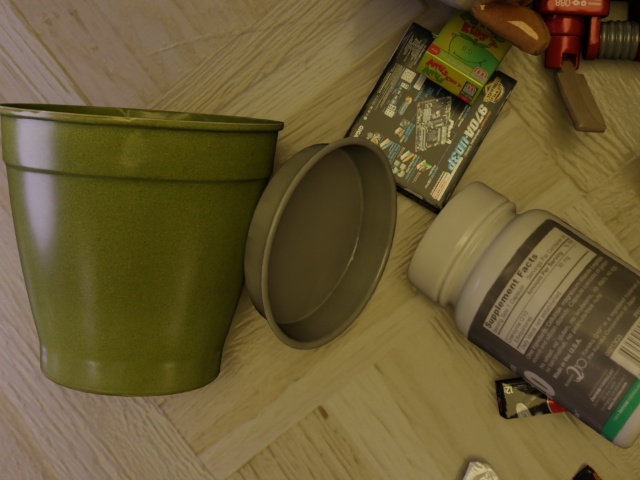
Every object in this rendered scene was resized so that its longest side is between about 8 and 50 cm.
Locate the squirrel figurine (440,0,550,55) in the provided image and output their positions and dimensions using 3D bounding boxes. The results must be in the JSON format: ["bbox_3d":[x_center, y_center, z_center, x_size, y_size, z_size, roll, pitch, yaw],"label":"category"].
[{"bbox_3d":[0.234,-0.495,1.373,0.281,0.397,0.370,24,112,-18],"label":"squirrel figurine"}]

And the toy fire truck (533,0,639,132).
[{"bbox_3d":[0.409,-0.274,1.487,0.217,0.158,0.246,4,98,1],"label":"toy fire truck"}]

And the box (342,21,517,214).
[{"bbox_3d":[0.151,-0.175,1.524,0.175,0.051,0.220,30,87,3],"label":"box"}]

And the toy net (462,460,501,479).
[{"bbox_3d":[0.215,0.425,1.489,0.122,0.045,0.232,-6,84,3],"label":"toy net"}]

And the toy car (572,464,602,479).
[{"bbox_3d":[0.403,0.315,1.485,0.040,0.060,0.122,30,95,-28],"label":"toy car"}]

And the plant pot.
[{"bbox_3d":[-0.243,0.007,1.400,0.367,0.366,0.353,5,98,2],"label":"plant pot"}]

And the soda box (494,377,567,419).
[{"bbox_3d":[0.334,0.212,1.489,0.169,0.060,0.053,-8,85,1],"label":"soda box"}]

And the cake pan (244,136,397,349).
[{"bbox_3d":[0.000,0.000,1.421,0.054,0.293,0.293,19,86,33],"label":"cake pan"}]

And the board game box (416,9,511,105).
[{"bbox_3d":[0.217,-0.279,1.488,0.092,0.043,0.181,32,55,5],"label":"board game box"}]

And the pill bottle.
[{"bbox_3d":[0.307,0.088,1.399,0.361,0.204,0.204,36,88,20],"label":"pill bottle"}]
